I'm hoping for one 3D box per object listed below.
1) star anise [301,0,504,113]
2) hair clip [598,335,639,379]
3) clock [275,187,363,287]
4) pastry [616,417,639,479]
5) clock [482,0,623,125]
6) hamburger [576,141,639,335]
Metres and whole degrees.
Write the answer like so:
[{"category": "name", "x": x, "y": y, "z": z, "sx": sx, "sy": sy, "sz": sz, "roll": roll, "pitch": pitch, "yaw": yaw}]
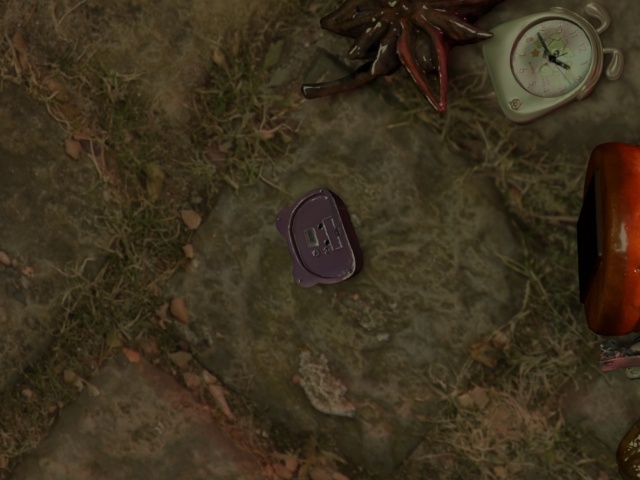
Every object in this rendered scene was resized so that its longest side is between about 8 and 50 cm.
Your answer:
[{"category": "star anise", "x": 0.137, "y": -0.331, "z": 1.760, "sx": 0.292, "sy": 0.109, "sz": 0.349, "roll": 29, "pitch": 87, "yaw": 42}, {"category": "hair clip", "x": 0.478, "y": 0.170, "z": 1.616, "sx": 0.172, "sy": 0.116, "sz": 0.049, "roll": 4, "pitch": 55, "yaw": 17}, {"category": "clock", "x": 0.000, "y": 0.000, "z": 1.832, "sx": 0.110, "sy": 0.050, "sz": 0.152, "roll": -22, "pitch": 80, "yaw": 19}, {"category": "pastry", "x": 0.492, "y": 0.309, "z": 1.618, "sx": 0.153, "sy": 0.081, "sz": 0.153, "roll": -5, "pitch": 76, "yaw": 22}, {"category": "clock", "x": 0.344, "y": -0.265, "z": 1.702, "sx": 0.191, "sy": 0.062, "sz": 0.151, "roll": -19, "pitch": 81, "yaw": 19}, {"category": "hamburger", "x": 0.464, "y": 0.004, "z": 1.534, "sx": 0.225, "sy": 0.291, "sz": 0.291, "roll": -1, "pitch": 88, "yaw": 3}]
